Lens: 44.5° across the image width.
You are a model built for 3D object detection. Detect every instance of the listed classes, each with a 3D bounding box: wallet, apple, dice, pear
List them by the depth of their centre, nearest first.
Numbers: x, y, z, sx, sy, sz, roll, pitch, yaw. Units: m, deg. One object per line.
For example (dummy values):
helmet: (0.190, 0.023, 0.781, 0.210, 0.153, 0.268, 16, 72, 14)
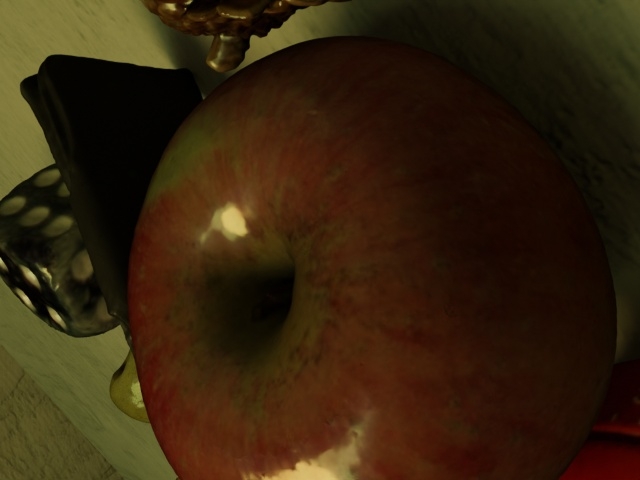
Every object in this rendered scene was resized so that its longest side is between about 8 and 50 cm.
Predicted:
apple: (0.035, 0.037, 0.532, 0.345, 0.344, 0.269, 17, -177, 38)
wallet: (-0.119, 0.003, 0.684, 0.051, 0.197, 0.377, -34, 75, 34)
dice: (-0.335, 0.011, 1.081, 0.182, 0.181, 0.183, 18, 140, 34)
pear: (-0.252, 0.210, 1.246, 0.137, 0.167, 0.167, 24, 155, -19)

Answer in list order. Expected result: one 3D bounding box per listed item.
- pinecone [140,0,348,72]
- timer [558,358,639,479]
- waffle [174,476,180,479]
pinecone: (-0.069, -0.221, 0.481, 0.186, 0.168, 0.212, 8, 134, 49)
timer: (0.288, 0.263, 0.548, 0.378, 0.279, 0.378, 30, 144, 24)
waffle: (-0.101, 0.372, 1.134, 0.224, 0.327, 0.098, 29, 180, 18)
